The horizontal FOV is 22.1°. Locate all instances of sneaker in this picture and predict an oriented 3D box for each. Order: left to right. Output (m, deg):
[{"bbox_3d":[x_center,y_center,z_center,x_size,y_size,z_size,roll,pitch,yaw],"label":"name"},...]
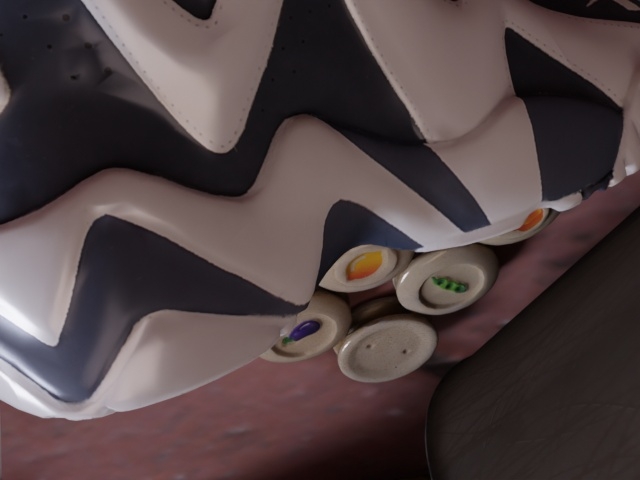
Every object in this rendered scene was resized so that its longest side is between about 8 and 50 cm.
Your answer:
[{"bbox_3d":[0.002,-0.077,0.367,0.235,0.094,0.153,-25,117,-30],"label":"sneaker"}]

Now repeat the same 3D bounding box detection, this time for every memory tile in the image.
[{"bbox_3d":[0.000,0.000,0.525,0.148,0.012,0.113,16,130,-36],"label":"memory tile"}]

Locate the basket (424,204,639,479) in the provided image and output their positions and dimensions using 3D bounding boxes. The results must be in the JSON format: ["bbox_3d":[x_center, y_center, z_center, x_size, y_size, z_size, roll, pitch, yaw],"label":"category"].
[{"bbox_3d":[0.170,0.020,0.509,0.227,0.154,0.204,-49,158,26],"label":"basket"}]

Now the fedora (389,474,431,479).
[{"bbox_3d":[0.029,0.176,0.694,0.194,0.079,0.194,-12,141,-10],"label":"fedora"}]
